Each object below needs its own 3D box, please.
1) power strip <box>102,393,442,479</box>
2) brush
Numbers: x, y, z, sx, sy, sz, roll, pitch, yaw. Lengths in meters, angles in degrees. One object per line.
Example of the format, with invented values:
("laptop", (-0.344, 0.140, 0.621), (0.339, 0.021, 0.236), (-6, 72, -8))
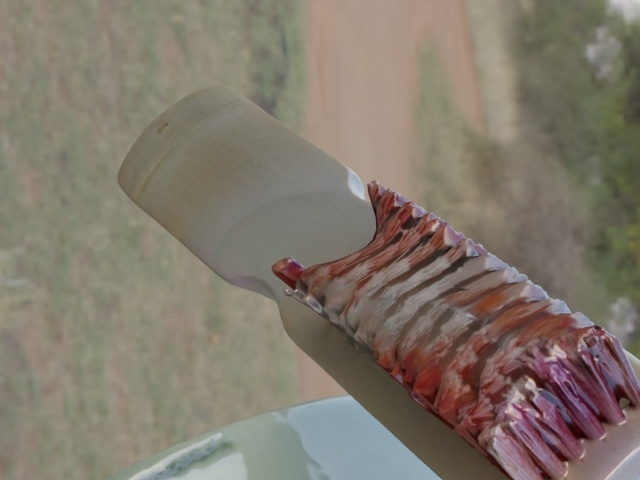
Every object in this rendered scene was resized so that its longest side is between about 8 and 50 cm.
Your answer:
("power strip", (-0.028, 0.223, 0.671), (0.161, 0.357, 0.357), (55, -9, 31))
("brush", (0.000, 0.000, 0.570), (0.050, 0.060, 0.321), (51, -7, -31))
